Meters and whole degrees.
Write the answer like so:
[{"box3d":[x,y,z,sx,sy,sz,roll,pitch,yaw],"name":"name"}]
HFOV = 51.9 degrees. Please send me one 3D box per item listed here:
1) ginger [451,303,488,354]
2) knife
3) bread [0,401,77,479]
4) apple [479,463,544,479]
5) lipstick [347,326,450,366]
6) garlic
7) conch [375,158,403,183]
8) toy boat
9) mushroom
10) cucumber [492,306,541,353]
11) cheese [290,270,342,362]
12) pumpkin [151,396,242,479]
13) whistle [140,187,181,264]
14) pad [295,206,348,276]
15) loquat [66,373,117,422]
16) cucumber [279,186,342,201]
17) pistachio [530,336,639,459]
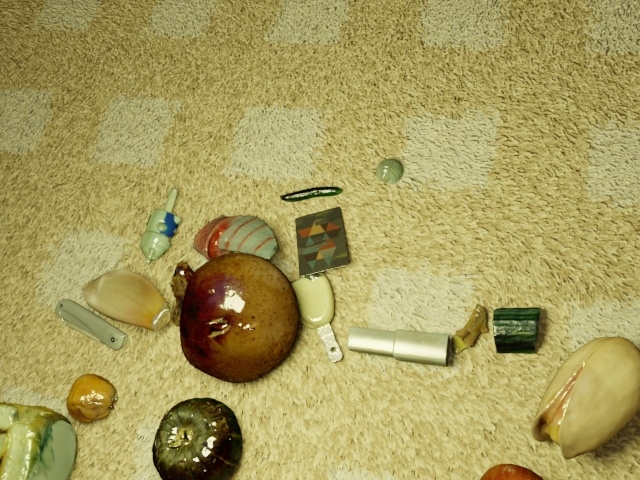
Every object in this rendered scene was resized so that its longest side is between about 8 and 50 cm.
[{"box3d":[0.376,0.227,1.651,0.057,0.044,0.137,31,77,42],"name":"ginger"},{"box3d":[-0.676,0.249,1.932,0.265,0.040,0.073,23,87,22],"name":"knife"},{"box3d":[-0.792,0.619,1.703,0.264,0.239,0.395,-6,70,13],"name":"bread"},{"box3d":[0.429,0.578,1.421,0.160,0.173,0.195,-31,68,4],"name":"apple"},{"box3d":[0.198,0.265,1.664,0.252,0.079,0.077,3,71,18],"name":"lipstick"},{"box3d":[-0.543,0.170,1.878,0.318,0.112,0.143,14,61,35],"name":"garlic"},{"box3d":[0.198,-0.202,1.866,0.076,0.056,0.085,21,76,9],"name":"conch"},{"box3d":[-0.207,-0.003,1.826,0.282,0.096,0.206,10,38,44],"name":"toy boat"},{"box3d":[-0.233,0.208,1.741,0.334,0.356,0.331,4,80,-13],"name":"mushroom"},{"box3d":[0.483,0.216,1.616,0.115,0.062,0.117,-3,67,18],"name":"cucumber"},{"box3d":[-0.004,0.208,1.756,0.127,0.054,0.252,-25,65,4],"name":"cheese"},{"box3d":[-0.311,0.513,1.658,0.237,0.159,0.238,-7,68,18],"name":"pumpkin"},{"box3d":[-0.471,-0.040,1.960,0.092,0.110,0.244,21,72,-11],"name":"whistle"},{"box3d":[0.000,0.000,1.836,0.142,0.003,0.211,-15,51,9],"name":"pad"},{"box3d":[-0.627,0.434,1.810,0.137,0.113,0.137,0,47,0],"name":"loquat"},{"box3d":[-0.027,-0.137,1.912,0.184,0.033,0.036,-8,42,12],"name":"cucumber"},{"box3d":[0.598,0.342,1.463,0.187,0.187,0.299,39,79,25],"name":"pistachio"}]
